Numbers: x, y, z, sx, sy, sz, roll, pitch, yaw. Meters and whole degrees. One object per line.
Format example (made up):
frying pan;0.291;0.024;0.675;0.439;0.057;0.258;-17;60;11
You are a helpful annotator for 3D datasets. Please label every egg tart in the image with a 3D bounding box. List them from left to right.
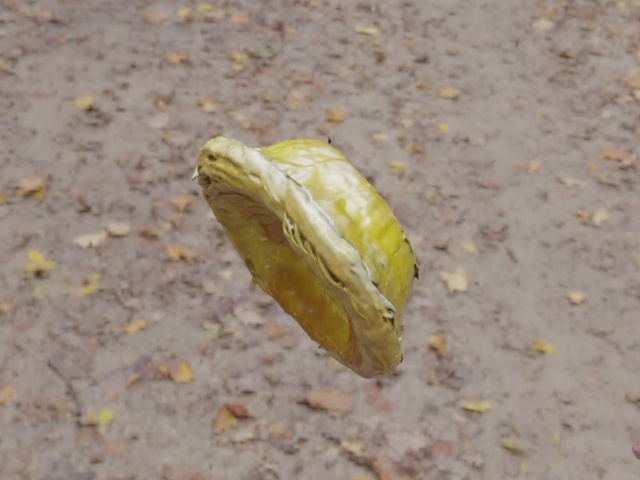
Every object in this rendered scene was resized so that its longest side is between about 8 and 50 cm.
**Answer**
egg tart;0.000;0.000;1.474;0.169;0.388;0.388;-39;45;-11

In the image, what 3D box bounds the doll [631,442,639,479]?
doll;0.540;0.283;1.603;0.262;0.093;0.211;-38;27;-12
